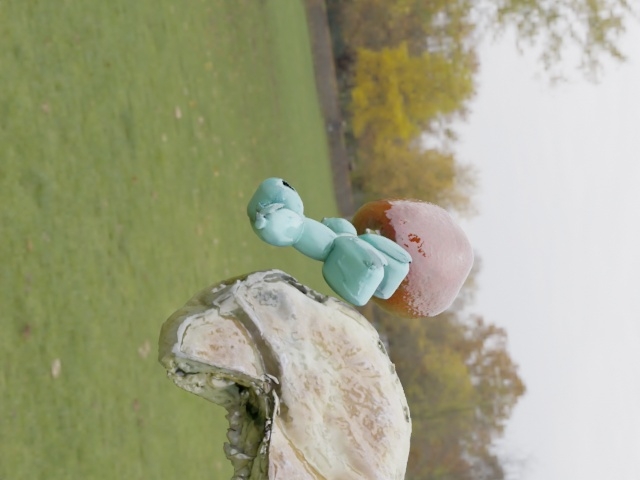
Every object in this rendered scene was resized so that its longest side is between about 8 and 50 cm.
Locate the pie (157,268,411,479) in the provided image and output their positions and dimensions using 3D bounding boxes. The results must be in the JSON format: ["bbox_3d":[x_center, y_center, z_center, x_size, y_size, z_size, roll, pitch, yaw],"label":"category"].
[{"bbox_3d":[-0.024,0.174,1.228,0.075,0.337,0.338,-42,-142,35],"label":"pie"}]

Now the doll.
[{"bbox_3d":[0.000,0.000,1.081,0.059,0.158,0.159,-59,158,13],"label":"doll"}]

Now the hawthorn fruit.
[{"bbox_3d":[0.118,0.018,1.736,0.251,0.199,0.199,23,57,-62],"label":"hawthorn fruit"}]
